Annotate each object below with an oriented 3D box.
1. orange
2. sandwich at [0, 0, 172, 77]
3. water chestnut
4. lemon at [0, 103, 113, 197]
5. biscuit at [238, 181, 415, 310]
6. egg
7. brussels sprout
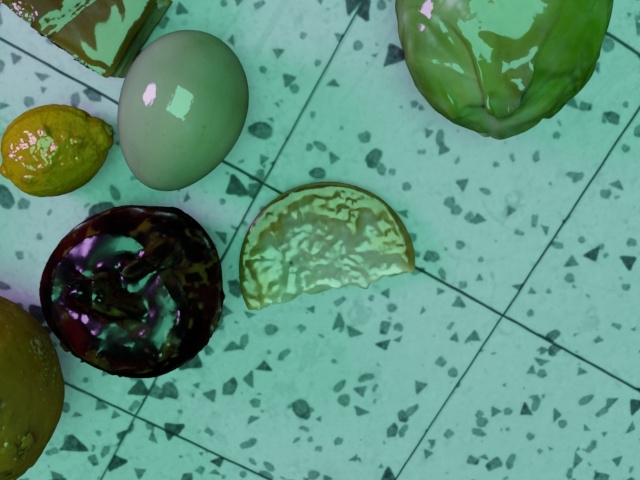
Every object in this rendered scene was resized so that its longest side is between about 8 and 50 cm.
[{"bbox_3d":[-0.583,0.234,1.038,0.340,0.293,0.341,-3,121,-5],"label":"orange"},{"bbox_3d":[-0.356,-0.381,0.989,0.220,0.108,0.186,33,100,-7],"label":"sandwich"},{"bbox_3d":[-0.297,0.083,1.021,0.299,0.300,0.300,-1,104,-2],"label":"water chestnut"},{"bbox_3d":[-0.413,-0.144,1.027,0.187,0.142,0.142,-22,104,0],"label":"lemon"},{"bbox_3d":[0.000,0.000,1.130,0.308,0.040,0.205,-13,104,0],"label":"biscuit"},{"bbox_3d":[-0.213,-0.194,0.998,0.188,0.188,0.254,27,106,-8],"label":"egg"},{"bbox_3d":[0.269,-0.326,0.966,0.327,0.247,0.328,3,117,6],"label":"brussels sprout"}]
